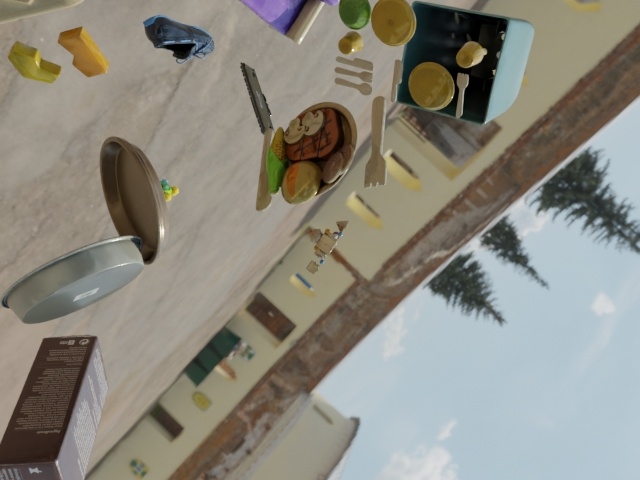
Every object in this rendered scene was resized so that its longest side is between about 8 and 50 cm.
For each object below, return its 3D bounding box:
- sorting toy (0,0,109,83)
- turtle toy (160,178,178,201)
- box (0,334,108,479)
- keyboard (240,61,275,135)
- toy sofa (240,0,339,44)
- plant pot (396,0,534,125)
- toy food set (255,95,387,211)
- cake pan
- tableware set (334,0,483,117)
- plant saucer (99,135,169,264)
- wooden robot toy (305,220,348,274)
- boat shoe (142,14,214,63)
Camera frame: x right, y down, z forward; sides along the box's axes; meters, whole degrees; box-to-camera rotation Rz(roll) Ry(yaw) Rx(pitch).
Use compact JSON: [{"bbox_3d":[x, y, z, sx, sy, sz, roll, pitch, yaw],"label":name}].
[{"bbox_3d":[-0.386,-0.299,0.727,0.307,0.229,0.041,62,21,-52],"label":"sorting toy"},{"bbox_3d":[-0.471,-0.133,1.839,0.095,0.066,0.130,-21,-163,23],"label":"turtle toy"},{"bbox_3d":[-0.598,0.413,1.470,0.381,0.143,0.191,-101,-169,-57],"label":"box"},{"bbox_3d":[-0.149,-0.331,1.550,0.023,0.180,0.108,-18,176,14],"label":"keyboard"},{"bbox_3d":[-0.127,-0.592,1.446,0.362,0.177,0.150,22,103,-54],"label":"toy sofa"},{"bbox_3d":[0.268,-0.314,1.115,0.234,0.166,0.165,-26,131,-51],"label":"plant pot"},{"bbox_3d":[-0.012,-0.107,0.767,0.192,0.132,0.038,-10,158,36],"label":"toy food set"},{"bbox_3d":[-0.481,0.084,1.293,0.293,0.054,0.293,-29,173,-4],"label":"cake pan"},{"bbox_3d":[0.083,-0.187,0.637,0.024,0.154,0.104,-42,144,-44],"label":"tableware set"},{"bbox_3d":[-0.390,-0.084,1.360,0.041,0.278,0.278,-20,163,-35],"label":"plant saucer"},{"bbox_3d":[0.000,0.000,1.691,0.173,0.079,0.076,-56,-178,21],"label":"wooden robot toy"},{"bbox_3d":[-0.373,-0.515,1.708,0.109,0.089,0.258,-17,176,32],"label":"boat shoe"}]
